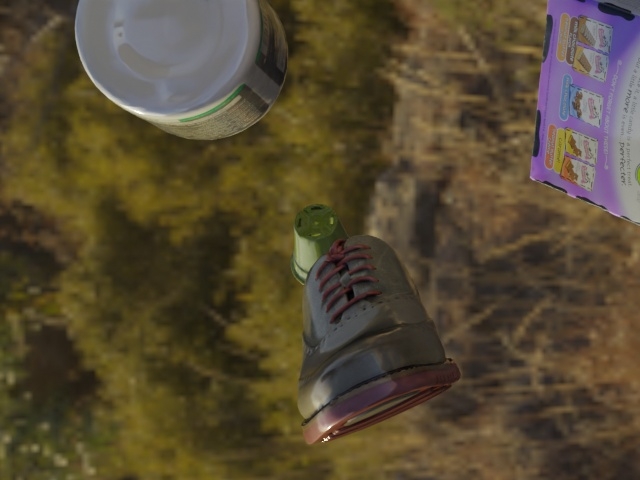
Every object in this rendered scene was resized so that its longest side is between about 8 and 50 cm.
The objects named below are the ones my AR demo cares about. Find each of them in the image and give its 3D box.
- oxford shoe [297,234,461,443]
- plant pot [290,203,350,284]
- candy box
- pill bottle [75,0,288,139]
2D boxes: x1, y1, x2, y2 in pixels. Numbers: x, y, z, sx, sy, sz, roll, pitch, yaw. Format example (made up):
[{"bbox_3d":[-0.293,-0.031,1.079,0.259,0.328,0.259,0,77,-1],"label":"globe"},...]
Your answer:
[{"bbox_3d":[0.023,0.066,1.316,0.348,0.123,0.130,-91,-22,-88],"label":"oxford shoe"},{"bbox_3d":[0.000,0.000,2.031,0.079,0.083,0.083,75,174,-52],"label":"plant pot"},{"bbox_3d":[0.258,-0.094,1.302,0.196,0.070,0.165,28,128,36],"label":"candy box"},{"bbox_3d":[-0.147,-0.223,2.040,0.361,0.204,0.204,25,-116,-84],"label":"pill bottle"}]
